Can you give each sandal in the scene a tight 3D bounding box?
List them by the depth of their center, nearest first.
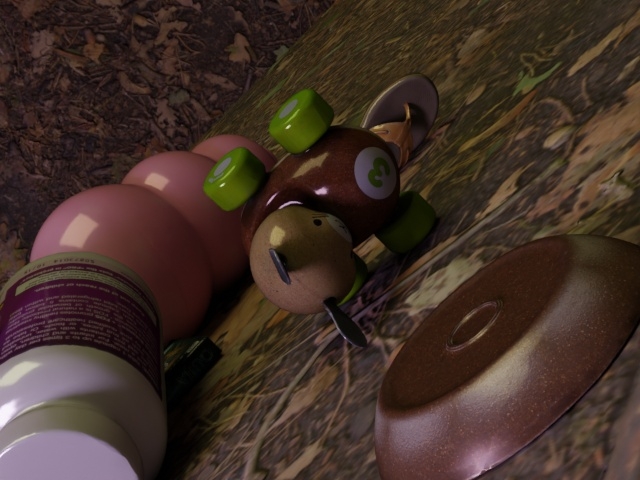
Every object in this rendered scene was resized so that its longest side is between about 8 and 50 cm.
[{"bbox_3d":[0.059,-0.092,1.330,0.180,0.072,0.049,-45,27,-1],"label":"sandal"}]

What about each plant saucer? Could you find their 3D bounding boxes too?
[{"bbox_3d":[0.097,0.059,0.737,0.198,0.036,0.198,-41,11,10],"label":"plant saucer"}]

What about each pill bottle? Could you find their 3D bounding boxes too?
[{"bbox_3d":[-0.217,0.140,1.120,0.169,0.169,0.301,-41,22,9],"label":"pill bottle"}]

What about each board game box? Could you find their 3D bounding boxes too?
[{"bbox_3d":[-0.184,0.171,1.298,0.186,0.026,0.126,-48,12,-18],"label":"board game box"}]

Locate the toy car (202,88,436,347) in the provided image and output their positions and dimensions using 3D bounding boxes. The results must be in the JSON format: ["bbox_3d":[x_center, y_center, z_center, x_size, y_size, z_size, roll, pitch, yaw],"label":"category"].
[{"bbox_3d":[0.000,0.000,1.014,0.149,0.155,0.188,-40,22,18],"label":"toy car"}]

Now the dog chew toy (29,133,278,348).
[{"bbox_3d":[-0.168,-0.007,1.478,0.332,0.207,0.206,-42,9,-34],"label":"dog chew toy"}]
